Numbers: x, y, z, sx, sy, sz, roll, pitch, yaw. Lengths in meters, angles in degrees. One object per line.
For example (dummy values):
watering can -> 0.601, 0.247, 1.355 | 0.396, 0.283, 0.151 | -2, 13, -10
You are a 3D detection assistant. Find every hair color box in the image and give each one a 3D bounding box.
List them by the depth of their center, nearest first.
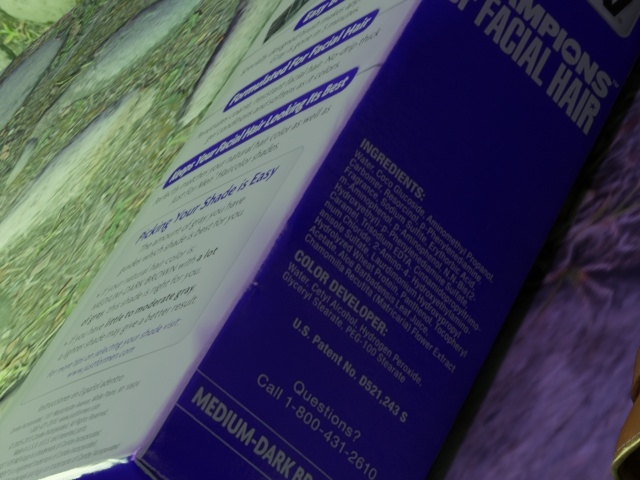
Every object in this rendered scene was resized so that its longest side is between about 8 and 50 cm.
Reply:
hair color box -> 0.000, 0.000, 0.732 | 0.185, 0.110, 0.339 | -24, 31, 54

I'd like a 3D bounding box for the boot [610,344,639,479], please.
boot -> 0.158, -0.008, 0.452 | 0.197, 0.073, 0.152 | -43, 13, 54
